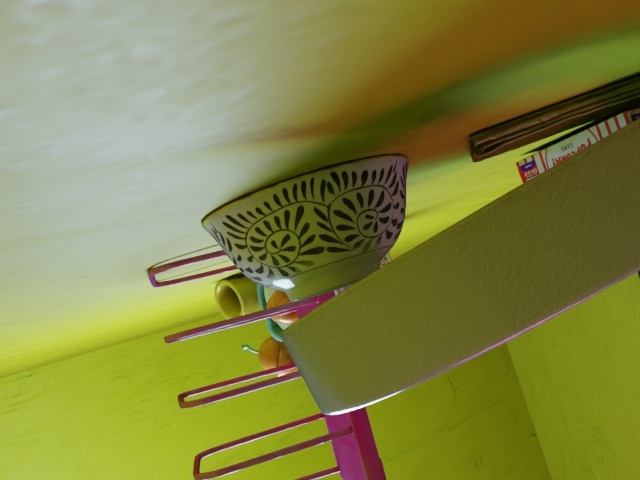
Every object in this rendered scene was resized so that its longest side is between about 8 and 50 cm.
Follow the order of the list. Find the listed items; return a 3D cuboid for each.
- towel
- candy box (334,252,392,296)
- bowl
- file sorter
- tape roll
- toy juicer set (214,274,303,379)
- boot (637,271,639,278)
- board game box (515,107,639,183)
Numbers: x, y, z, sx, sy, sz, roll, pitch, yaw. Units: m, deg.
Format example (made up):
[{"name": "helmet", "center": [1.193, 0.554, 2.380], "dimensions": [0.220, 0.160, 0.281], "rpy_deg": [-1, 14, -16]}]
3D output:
[{"name": "towel", "center": [0.233, -0.106, 0.606], "dimensions": [0.237, 0.021, 0.102], "rpy_deg": [-18, 174, 10]}, {"name": "candy box", "center": [0.031, 0.091, 1.215], "dimensions": [0.196, 0.165, 0.070], "rpy_deg": [-22, 175, 38]}, {"name": "bowl", "center": [0.000, 0.000, 0.604], "dimensions": [0.170, 0.080, 0.170], "rpy_deg": [-17, 174, -2]}, {"name": "file sorter", "center": [-0.066, 0.151, 0.844], "dimensions": [0.182, 0.291, 0.202], "rpy_deg": [-14, 174, -10]}, {"name": "tape roll", "center": [0.153, 0.004, 0.577], "dimensions": [0.392, 0.072, 0.392], "rpy_deg": [-28, 174, -3]}, {"name": "toy juicer set", "center": [-0.021, 0.120, 1.100], "dimensions": [0.089, 0.209, 0.329], "rpy_deg": [-25, -178, -42]}, {"name": "boot", "center": [0.435, -0.043, 0.898], "dimensions": [0.348, 0.131, 0.260], "rpy_deg": [-34, -175, -16]}, {"name": "board game box", "center": [0.326, -0.103, 0.815], "dimensions": [0.193, 0.045, 0.146], "rpy_deg": [-16, 174, -32]}]
